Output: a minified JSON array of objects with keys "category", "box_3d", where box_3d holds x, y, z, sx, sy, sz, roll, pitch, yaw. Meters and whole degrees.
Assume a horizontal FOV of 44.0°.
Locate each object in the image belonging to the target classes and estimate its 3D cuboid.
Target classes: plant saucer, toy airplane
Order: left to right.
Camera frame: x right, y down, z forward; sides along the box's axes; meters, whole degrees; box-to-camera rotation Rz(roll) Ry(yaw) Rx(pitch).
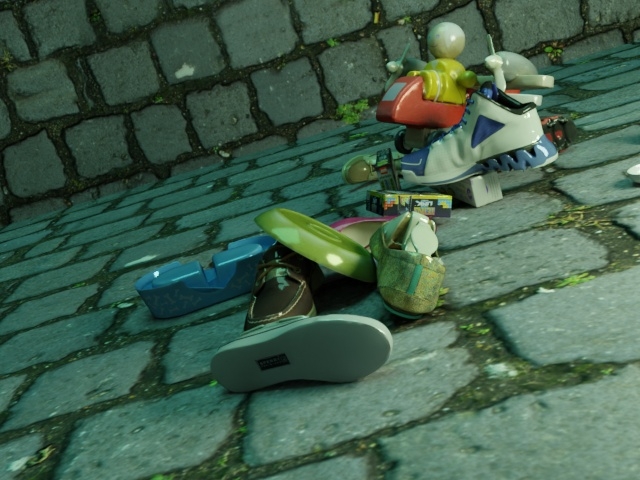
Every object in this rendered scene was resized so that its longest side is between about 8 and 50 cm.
[{"category":"plant saucer","box_3d":[0.000,0.000,1.380,0.241,0.037,0.241,26,8,-4]},{"category":"toy airplane","box_3d":[0.329,-0.373,1.834,0.386,0.273,0.384,-9,18,15]}]

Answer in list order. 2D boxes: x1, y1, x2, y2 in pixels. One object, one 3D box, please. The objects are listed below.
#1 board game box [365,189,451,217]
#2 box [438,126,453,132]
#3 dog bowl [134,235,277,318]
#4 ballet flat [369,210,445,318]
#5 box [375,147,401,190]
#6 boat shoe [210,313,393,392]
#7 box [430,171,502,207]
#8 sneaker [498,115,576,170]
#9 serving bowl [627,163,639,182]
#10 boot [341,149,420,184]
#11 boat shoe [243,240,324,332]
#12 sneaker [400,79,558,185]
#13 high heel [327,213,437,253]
[{"category":"board game box","box_3d":[0.180,-0.077,1.646,0.141,0.048,0.170,2,6,-8]},{"category":"box","box_3d":[0.379,-0.286,2.088,0.181,0.119,0.181,-3,14,-8]},{"category":"dog bowl","box_3d":[-0.219,0.074,1.589,0.297,0.074,0.166,-18,14,-8]},{"category":"ballet flat","box_3d":[0.147,0.014,1.290,0.123,0.123,0.348,-15,15,7]},{"category":"box","box_3d":[0.165,-0.148,1.902,0.036,0.114,0.207,-15,14,9]},{"category":"boat shoe","box_3d":[-0.021,0.144,1.078,0.267,0.096,0.088,-19,16,27]},{"category":"box","box_3d":[0.315,-0.138,1.795,0.063,0.067,0.324,-19,15,-6]},{"category":"sneaker","box_3d":[0.471,-0.236,1.922,0.276,0.098,0.135,-16,14,-7]},{"category":"serving bowl","box_3d":[0.616,-0.124,1.474,0.083,0.027,0.083,-15,14,4]},{"category":"boot","box_3d":[0.179,-0.203,2.165,0.213,0.077,0.165,-19,14,-34]},{"category":"boat shoe","box_3d":[-0.069,0.067,1.339,0.123,0.123,0.342,-13,15,15]},{"category":"sneaker","box_3d":[0.315,-0.227,1.629,0.315,0.182,0.127,-8,15,30]},{"category":"high heel","box_3d":[0.098,-0.004,1.511,0.244,0.082,0.117,-5,3,-5]}]
